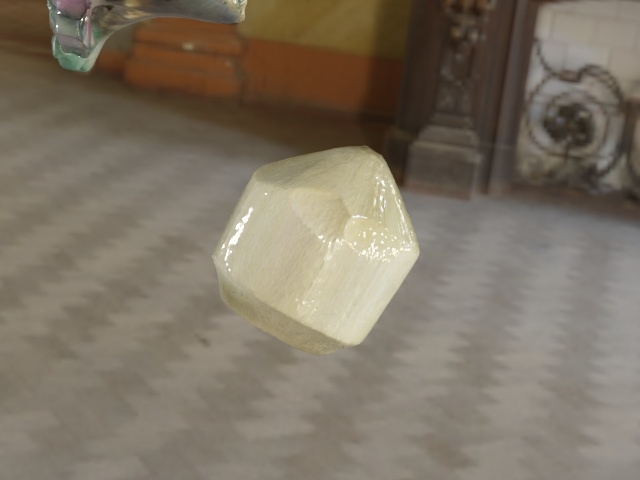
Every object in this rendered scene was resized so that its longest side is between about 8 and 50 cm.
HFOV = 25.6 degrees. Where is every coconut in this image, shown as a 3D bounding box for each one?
[{"bbox_3d":[0.000,0.000,1.775,0.237,0.266,0.237,34,9,-6],"label":"coconut"}]

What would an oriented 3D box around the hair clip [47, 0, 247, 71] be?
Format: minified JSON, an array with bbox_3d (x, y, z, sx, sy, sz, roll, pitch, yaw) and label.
[{"bbox_3d":[-0.079,-0.157,0.500,0.096,0.110,0.358,37,-11,9],"label":"hair clip"}]
